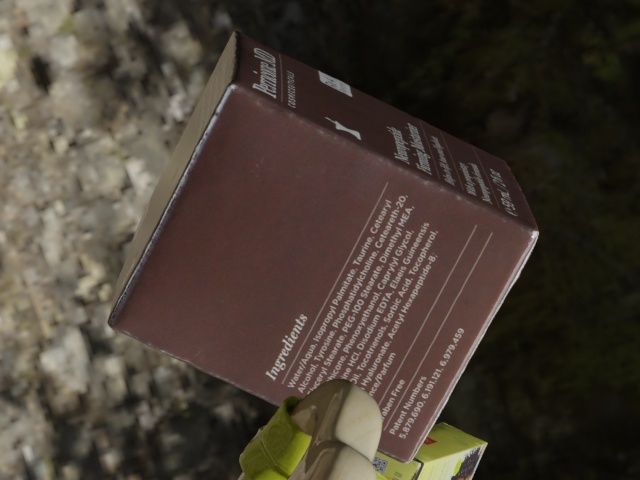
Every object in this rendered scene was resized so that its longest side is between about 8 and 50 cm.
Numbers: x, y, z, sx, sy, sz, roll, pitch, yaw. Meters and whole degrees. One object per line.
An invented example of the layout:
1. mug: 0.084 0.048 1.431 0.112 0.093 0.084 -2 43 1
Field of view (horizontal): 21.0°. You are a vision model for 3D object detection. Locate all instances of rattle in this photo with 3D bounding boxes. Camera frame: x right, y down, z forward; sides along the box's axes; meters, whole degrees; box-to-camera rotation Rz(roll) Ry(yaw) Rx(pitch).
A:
1. rattle: 0.020 0.145 0.739 0.142 0.130 0.200 51 -12 -8

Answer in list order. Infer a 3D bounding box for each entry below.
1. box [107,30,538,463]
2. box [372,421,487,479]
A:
1. box: 0.000 0.000 1.064 0.203 0.167 0.168 26 15 -10
2. box: 0.095 0.234 1.699 0.232 0.058 0.087 1 112 -68
